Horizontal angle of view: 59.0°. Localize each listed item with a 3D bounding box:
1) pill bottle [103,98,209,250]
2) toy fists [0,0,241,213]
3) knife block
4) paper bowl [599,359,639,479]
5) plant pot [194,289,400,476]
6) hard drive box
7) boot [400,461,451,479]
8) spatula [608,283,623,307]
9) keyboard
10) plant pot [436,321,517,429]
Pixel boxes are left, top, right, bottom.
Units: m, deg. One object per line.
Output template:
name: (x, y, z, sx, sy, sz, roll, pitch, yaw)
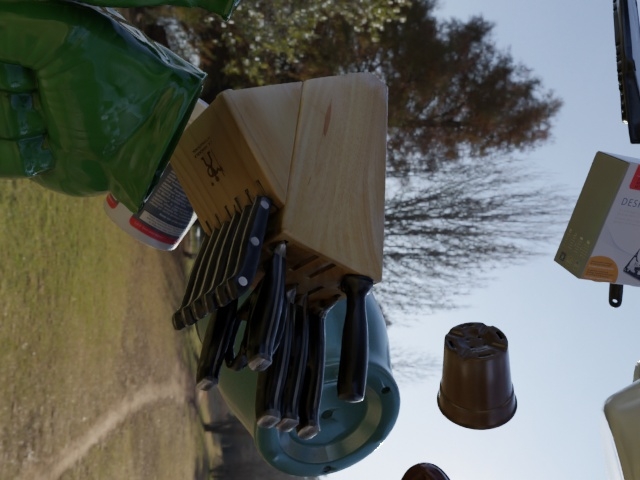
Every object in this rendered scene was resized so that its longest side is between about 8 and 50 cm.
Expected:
pill bottle: (-0.181, -0.087, 0.717, 0.180, 0.108, 0.108, -53, -166, 8)
toy fists: (-0.121, -0.134, 0.298, 0.279, 0.142, 0.096, -53, -164, 36)
knife block: (0.000, 0.000, 0.450, 0.088, 0.275, 0.242, -29, -91, 42)
paper bowl: (0.434, 0.284, 0.680, 0.284, 0.148, 0.284, -10, 90, -74)
plant pot: (-0.021, 0.156, 0.764, 0.255, 0.271, 0.272, -123, -147, -58)
hard drive box: (0.582, -0.037, 1.079, 0.089, 0.181, 0.232, -118, -143, -64)
boot: (0.066, 0.305, 0.521, 0.280, 0.096, 0.264, 59, 40, -46)
spatula: (0.677, 0.022, 1.284, 0.030, 0.084, 0.297, -35, 123, -46)
keyboard: (0.408, -0.243, 0.745, 0.201, 0.033, 0.317, 51, 45, -35)
plant pot: (0.322, 0.269, 1.165, 0.167, 0.166, 0.165, -104, -175, -63)
